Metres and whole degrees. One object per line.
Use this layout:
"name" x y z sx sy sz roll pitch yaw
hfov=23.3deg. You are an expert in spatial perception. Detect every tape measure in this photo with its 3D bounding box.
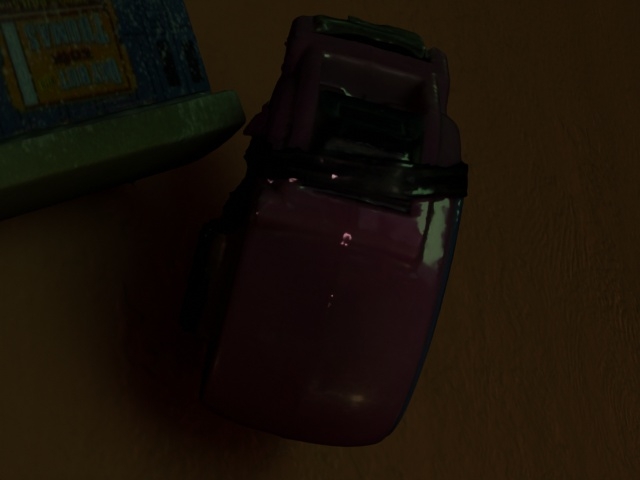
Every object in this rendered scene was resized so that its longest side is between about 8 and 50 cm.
"tape measure" 0.000 0.000 0.951 0.149 0.232 0.245 15 22 -6

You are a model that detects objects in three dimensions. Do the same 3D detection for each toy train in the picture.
"toy train" -0.182 -0.109 0.856 0.299 0.131 0.202 -24 97 -57
